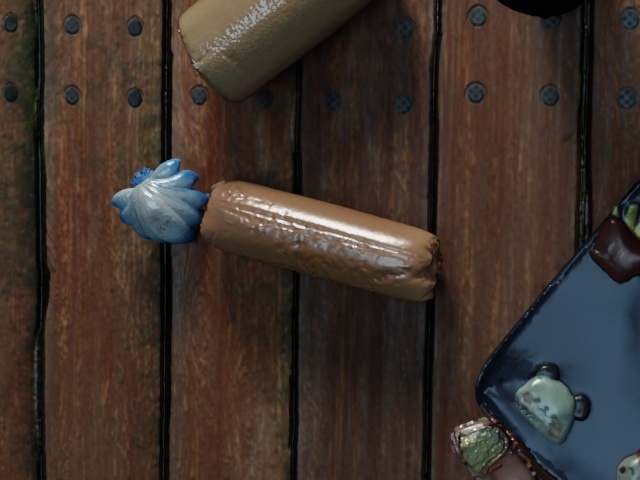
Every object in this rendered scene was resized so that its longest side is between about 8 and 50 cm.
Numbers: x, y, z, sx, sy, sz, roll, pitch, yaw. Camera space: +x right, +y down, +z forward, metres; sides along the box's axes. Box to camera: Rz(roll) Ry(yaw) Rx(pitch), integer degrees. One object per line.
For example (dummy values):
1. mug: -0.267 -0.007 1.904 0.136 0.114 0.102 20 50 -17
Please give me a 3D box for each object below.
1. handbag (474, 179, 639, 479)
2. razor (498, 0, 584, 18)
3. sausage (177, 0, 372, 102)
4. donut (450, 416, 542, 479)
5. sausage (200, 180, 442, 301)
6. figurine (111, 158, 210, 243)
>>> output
1. handbag: 0.362 0.136 1.914 0.303 0.122 0.329 41 107 11
2. razor: 0.197 -0.319 1.806 0.107 0.327 0.189 -12 89 16
3. sausage: -0.028 -0.269 2.009 0.253 0.123 0.123 -34 84 22
4. donut: 0.201 0.258 2.000 0.065 0.117 0.166 -31 98 4
5. sausage: -0.001 -0.001 2.052 0.289 0.086 0.086 15 102 20
6. figurine: -0.177 -0.036 2.131 0.114 0.079 0.114 -4 121 -7
